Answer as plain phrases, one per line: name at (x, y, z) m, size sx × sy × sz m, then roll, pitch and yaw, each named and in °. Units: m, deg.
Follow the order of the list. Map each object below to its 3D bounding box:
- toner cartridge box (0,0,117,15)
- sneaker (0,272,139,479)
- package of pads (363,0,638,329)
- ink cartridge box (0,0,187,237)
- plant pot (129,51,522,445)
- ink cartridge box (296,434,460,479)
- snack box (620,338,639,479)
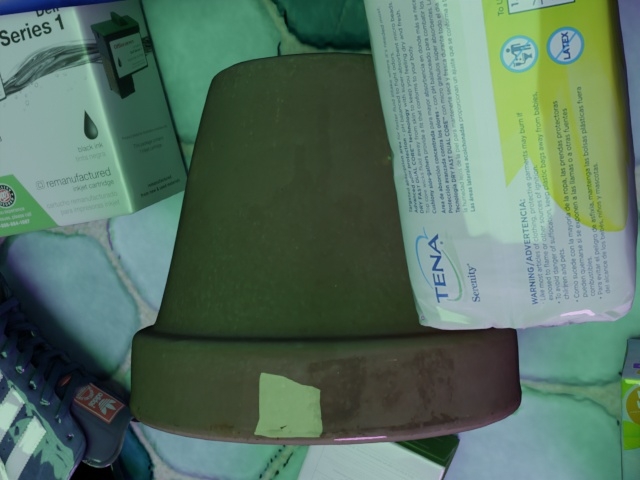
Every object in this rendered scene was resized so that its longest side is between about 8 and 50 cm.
toner cartridge box at (-0.139, -0.244, 0.527) m, size 0.348 × 0.075 × 0.165 m, roll -2°, pitch 93°, yaw 20°
sneaker at (-0.256, 0.146, 0.776) m, size 0.148 × 0.131 × 0.350 m, roll -14°, pitch 107°, yaw 19°
package of pads at (0.106, -0.102, 0.435) m, size 0.101 × 0.296 × 0.229 m, roll -5°, pitch 105°, yaw 22°
ink cartridge box at (-0.222, -0.126, 0.680) m, size 0.160 × 0.092 × 0.219 m, roll -9°, pitch 104°, yaw 24°
plant pot at (0.000, 0.000, 0.561) m, size 0.263 × 0.263 × 0.229 m, roll -1°, pitch 90°, yaw 23°
ink cartridge box at (0.027, 0.242, 0.699) m, size 0.109 × 0.062 × 0.209 m, roll 24°, pitch 106°, yaw 15°
snack box at (0.302, 0.177, 0.571) m, size 0.174 × 0.070 × 0.207 m, roll -1°, pitch 108°, yaw 24°
